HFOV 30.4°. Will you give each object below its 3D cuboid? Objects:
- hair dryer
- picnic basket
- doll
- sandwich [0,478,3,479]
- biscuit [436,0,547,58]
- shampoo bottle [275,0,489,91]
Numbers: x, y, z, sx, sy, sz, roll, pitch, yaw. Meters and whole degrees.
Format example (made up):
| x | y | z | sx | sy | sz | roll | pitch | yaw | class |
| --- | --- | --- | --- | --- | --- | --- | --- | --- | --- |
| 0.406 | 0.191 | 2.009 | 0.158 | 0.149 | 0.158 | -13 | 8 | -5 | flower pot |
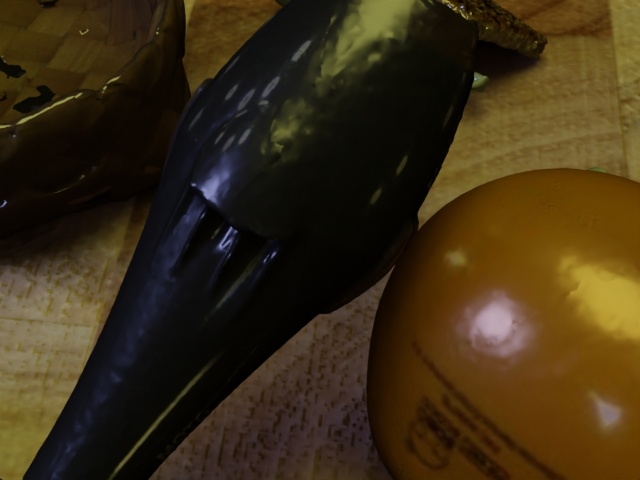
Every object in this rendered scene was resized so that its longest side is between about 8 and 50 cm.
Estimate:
| x | y | z | sx | sy | sz | roll | pitch | yaw | class |
| --- | --- | --- | --- | --- | --- | --- | --- | --- | --- |
| 0.000 | 0.000 | 0.653 | 0.120 | 0.303 | 0.359 | 35 | 16 | 12 | hair dryer |
| -0.230 | -0.193 | 0.728 | 0.293 | 0.337 | 0.337 | -20 | 51 | -20 | picnic basket |
| 0.147 | 0.057 | 0.596 | 0.236 | 0.213 | 0.213 | -22 | 50 | -39 | doll |
| -0.241 | 0.161 | 0.565 | 0.215 | 0.065 | 0.186 | 30 | 52 | 24 | sandwich |
| 0.063 | -0.214 | 0.908 | 0.237 | 0.026 | 0.131 | 43 | 20 | 31 | biscuit |
| 0.049 | -0.161 | 0.885 | 0.195 | 0.056 | 0.056 | 36 | 55 | 26 | shampoo bottle |
